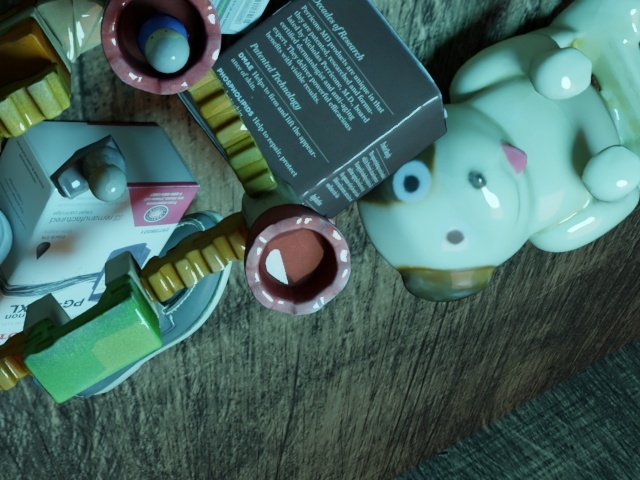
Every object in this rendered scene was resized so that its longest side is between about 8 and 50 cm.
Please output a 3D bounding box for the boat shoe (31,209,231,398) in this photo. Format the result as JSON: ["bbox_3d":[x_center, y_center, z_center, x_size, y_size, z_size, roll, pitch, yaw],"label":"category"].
[{"bbox_3d":[-0.226,0.082,1.242,0.319,0.116,0.099,-43,157,26],"label":"boat shoe"}]

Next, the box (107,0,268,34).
[{"bbox_3d":[-0.111,-0.249,0.919,0.186,0.038,0.145,-9,144,-43],"label":"box"}]

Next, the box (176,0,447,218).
[{"bbox_3d":[-0.002,-0.130,1.058,0.203,0.167,0.168,-37,169,2],"label":"box"}]

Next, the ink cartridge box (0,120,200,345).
[{"bbox_3d":[-0.259,-0.003,1.077,0.172,0.100,0.237,-4,140,-45],"label":"ink cartridge box"}]

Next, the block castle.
[{"bbox_3d":[-0.235,0.005,0.821,0.453,0.213,0.303,-29,115,0],"label":"block castle"}]

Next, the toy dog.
[{"bbox_3d":[0.212,-0.106,1.270,0.395,0.284,0.408,-10,-165,47],"label":"toy dog"}]

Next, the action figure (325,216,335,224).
[{"bbox_3d":[0.000,0.000,1.098,0.038,0.030,0.115,-29,168,-11],"label":"action figure"}]

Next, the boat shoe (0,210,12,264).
[{"bbox_3d":[-0.429,0.045,0.984,0.302,0.109,0.094,-24,168,-4],"label":"boat shoe"}]
